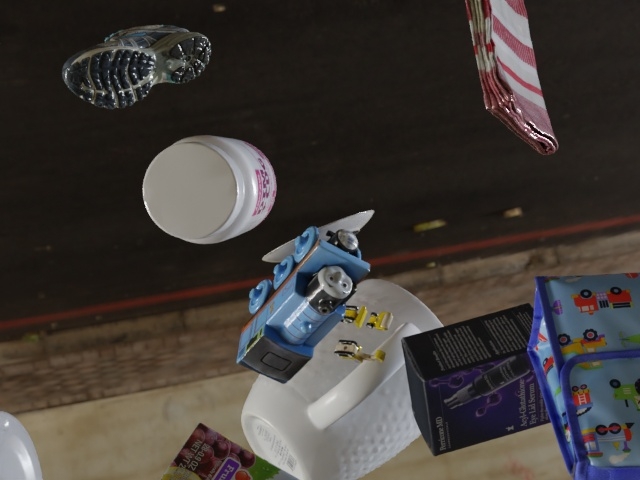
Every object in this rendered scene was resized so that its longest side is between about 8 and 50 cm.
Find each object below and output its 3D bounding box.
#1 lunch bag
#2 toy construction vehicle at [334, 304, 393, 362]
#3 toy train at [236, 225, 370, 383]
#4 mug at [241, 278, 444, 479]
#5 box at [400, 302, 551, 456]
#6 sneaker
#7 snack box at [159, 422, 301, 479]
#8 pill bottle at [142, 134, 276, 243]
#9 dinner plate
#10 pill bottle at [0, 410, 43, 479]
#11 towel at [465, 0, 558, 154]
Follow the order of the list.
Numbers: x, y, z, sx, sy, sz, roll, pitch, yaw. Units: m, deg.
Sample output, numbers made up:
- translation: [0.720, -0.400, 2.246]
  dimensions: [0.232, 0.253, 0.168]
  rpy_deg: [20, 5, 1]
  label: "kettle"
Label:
- translation: [0.375, 0.174, 1.058]
  dimensions: [0.221, 0.293, 0.138]
  rpy_deg: [-3, 127, 2]
  label: "lunch bag"
- translation: [0.063, 0.140, 1.375]
  dimensions: [0.098, 0.085, 0.035]
  rpy_deg: [-2, 145, 38]
  label: "toy construction vehicle"
- translation: [-0.019, 0.067, 0.983]
  dimensions: [0.080, 0.105, 0.184]
  rpy_deg: [27, 129, -20]
  label: "toy train"
- translation: [0.053, 0.247, 1.559]
  dimensions: [0.328, 0.276, 0.374]
  rpy_deg: [-35, 171, -28]
  label: "mug"
- translation: [0.236, 0.202, 1.357]
  dimensions: [0.207, 0.108, 0.153]
  rpy_deg: [-16, 123, -5]
  label: "box"
- translation: [-0.332, -0.310, 1.606]
  dimensions: [0.283, 0.122, 0.110]
  rpy_deg: [-23, 135, -42]
  label: "sneaker"
- translation: [-0.050, 0.263, 0.686]
  dimensions: [0.207, 0.174, 0.070]
  rpy_deg: [27, 146, 10]
  label: "snack box"
- translation: [-0.164, -0.078, 1.399]
  dimensions: [0.161, 0.160, 0.283]
  rpy_deg: [-14, -177, 7]
  label: "pill bottle"
- translation: [0.000, 0.000, 1.072]
  dimensions: [0.141, 0.017, 0.141]
  rpy_deg: [-24, 173, -3]
  label: "dinner plate"
- translation: [-0.354, 0.224, 0.764]
  dimensions: [0.222, 0.124, 0.124]
  rpy_deg: [-14, 165, 2]
  label: "pill bottle"
- translation: [0.258, -0.300, 1.290]
  dimensions: [0.037, 0.328, 0.237]
  rpy_deg: [-16, 163, 27]
  label: "towel"
